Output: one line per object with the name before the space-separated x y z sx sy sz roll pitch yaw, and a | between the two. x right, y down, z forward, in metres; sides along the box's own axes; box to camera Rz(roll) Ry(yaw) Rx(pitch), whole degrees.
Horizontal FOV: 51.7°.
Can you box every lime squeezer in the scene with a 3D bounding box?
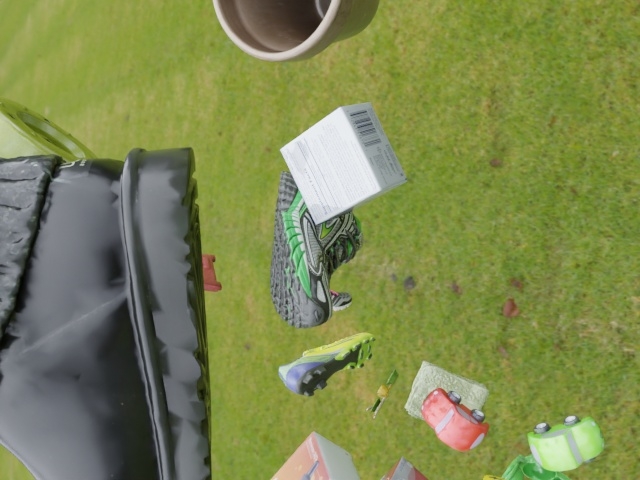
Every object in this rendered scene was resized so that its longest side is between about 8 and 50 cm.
lime squeezer | 0.337 0.408 1.082 0.059 0.311 0.109 131 135 -56

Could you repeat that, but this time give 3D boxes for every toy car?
toy car | 0.276 0.299 0.913 0.225 0.053 0.239 -23 89 20

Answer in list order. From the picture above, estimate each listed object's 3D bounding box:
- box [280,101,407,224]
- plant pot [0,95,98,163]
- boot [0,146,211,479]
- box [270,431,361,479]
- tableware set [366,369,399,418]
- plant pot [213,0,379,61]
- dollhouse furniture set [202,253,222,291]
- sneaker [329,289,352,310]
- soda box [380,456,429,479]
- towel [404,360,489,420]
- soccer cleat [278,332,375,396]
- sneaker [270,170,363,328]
box | 0.031 -0.107 0.938 0.137 0.072 0.126 -27 88 43
plant pot | -0.577 -0.050 1.179 0.353 0.366 0.366 -52 42 4
boot | -0.200 0.104 0.407 0.131 0.260 0.347 -139 46 -79
box | -0.019 0.429 1.085 0.170 0.091 0.130 -51 22 6
tableware set | 0.137 0.333 1.448 0.024 0.154 0.104 30 73 14
plant pot | -0.012 -0.430 1.119 0.263 0.229 0.262 7 103 34
dollhouse furniture set | -0.301 0.063 1.256 0.374 0.152 0.201 -115 39 -58
sneaker | 0.004 0.126 1.589 0.063 0.171 0.074 27 112 62
soda box | 0.125 0.512 1.213 0.083 0.263 0.092 40 113 9
towel | 0.243 0.305 1.264 0.027 0.148 0.110 138 155 -79
soccer cleat | 0.022 0.291 1.666 0.121 0.289 0.093 26 126 40
sneaker | 0.000 0.000 1.014 0.343 0.146 0.134 -90 8 -54
